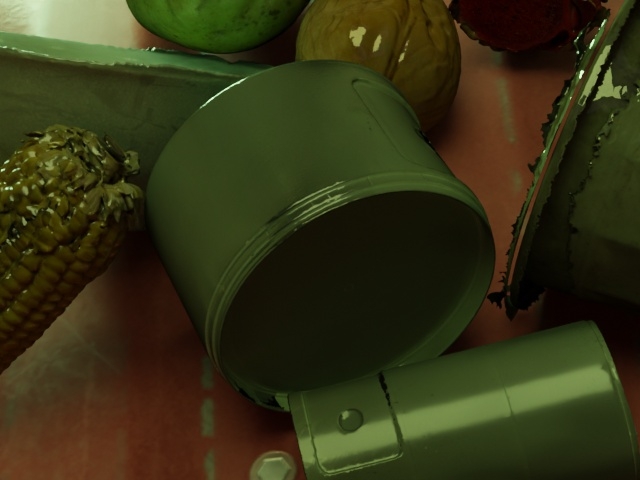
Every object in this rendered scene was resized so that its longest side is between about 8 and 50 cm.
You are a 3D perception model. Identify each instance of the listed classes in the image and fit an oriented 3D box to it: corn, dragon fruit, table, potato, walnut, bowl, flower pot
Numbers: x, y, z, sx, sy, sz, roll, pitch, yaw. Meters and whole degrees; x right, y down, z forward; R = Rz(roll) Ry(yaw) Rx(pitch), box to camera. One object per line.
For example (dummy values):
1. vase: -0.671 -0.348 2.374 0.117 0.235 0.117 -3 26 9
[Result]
1. corn: -0.252 0.040 1.282 0.318 0.115 0.115 -46 46 19
2. dragon fruit: 0.175 -0.238 1.505 0.150 0.133 0.207 -18 30 -10
3. table: 0.099 0.141 1.184 0.220 0.126 0.126 -14 47 -1
4. potato: -0.082 -0.244 1.523 0.197 0.148 0.228 -37 17 -18
5. walnut: 0.051 -0.158 1.458 0.144 0.144 0.180 -12 41 1
6. bowl: -0.179 -0.088 1.407 0.313 0.146 0.313 7 7 -1
7. flower pot: 0.294 -0.031 1.233 0.259 0.290 0.290 23 56 13

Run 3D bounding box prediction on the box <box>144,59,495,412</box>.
1. box: 0.000 0.000 1.262 0.226 0.226 0.149 -23 49 -9
